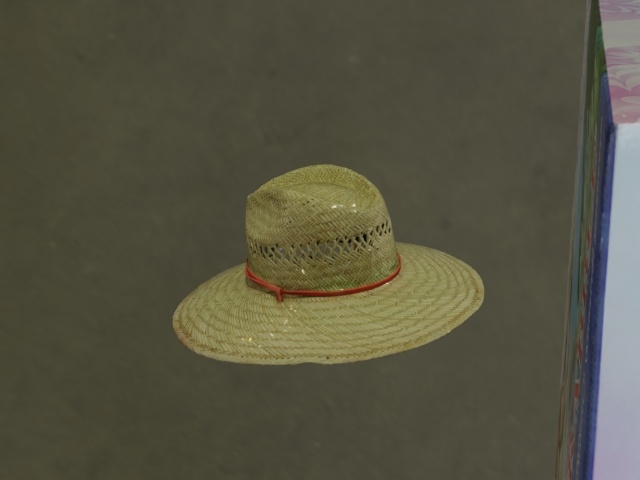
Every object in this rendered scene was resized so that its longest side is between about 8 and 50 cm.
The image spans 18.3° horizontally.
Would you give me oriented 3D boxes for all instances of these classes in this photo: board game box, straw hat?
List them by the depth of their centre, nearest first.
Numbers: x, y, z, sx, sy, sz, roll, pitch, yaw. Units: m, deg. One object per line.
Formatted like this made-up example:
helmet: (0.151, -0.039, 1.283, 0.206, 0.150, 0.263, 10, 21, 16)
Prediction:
board game box: (0.115, 0.077, 0.679, 0.066, 0.318, 0.318, 4, 106, 6)
straw hat: (0.000, 0.000, 0.883, 0.144, 0.144, 0.061, -2, 113, 17)
